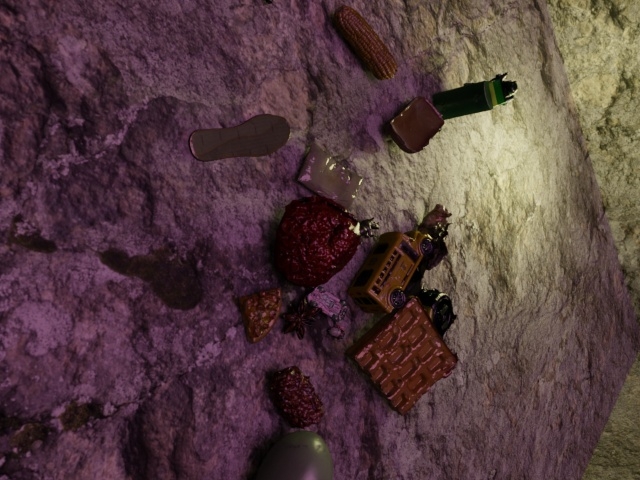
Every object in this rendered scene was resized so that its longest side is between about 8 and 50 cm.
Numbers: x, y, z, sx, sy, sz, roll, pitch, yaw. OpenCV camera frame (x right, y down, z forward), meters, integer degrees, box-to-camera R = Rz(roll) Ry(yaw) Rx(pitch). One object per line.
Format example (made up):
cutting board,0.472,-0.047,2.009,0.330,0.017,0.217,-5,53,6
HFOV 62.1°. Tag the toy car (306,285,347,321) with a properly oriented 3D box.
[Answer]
toy car,0.018,0.196,1.640,0.142,0.055,0.069,33,68,-13

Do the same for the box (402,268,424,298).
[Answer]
box,0.321,0.159,1.924,0.126,0.027,0.125,-41,114,-34

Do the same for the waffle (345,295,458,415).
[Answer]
waffle,0.286,0.388,1.787,0.304,0.077,0.348,-41,116,-13

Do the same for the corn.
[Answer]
corn,0.149,-0.658,1.774,0.292,0.101,0.101,40,63,-28

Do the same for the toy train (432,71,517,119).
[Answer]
toy train,0.589,-0.544,2.021,0.202,0.301,0.120,-24,105,-30

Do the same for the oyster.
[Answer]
oyster,0.392,0.018,1.905,0.100,0.271,0.275,26,106,-15

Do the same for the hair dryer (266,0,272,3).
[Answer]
hair dryer,-0.177,-0.731,1.542,0.083,0.031,0.078,-5,81,-33

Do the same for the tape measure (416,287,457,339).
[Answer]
tape measure,0.406,0.274,1.927,0.199,0.112,0.186,-44,124,-38

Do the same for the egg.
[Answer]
egg,-0.073,0.658,1.440,0.203,0.203,0.282,34,71,-35

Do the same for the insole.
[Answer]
insole,-0.214,-0.288,1.494,0.348,0.009,0.118,-20,101,-40

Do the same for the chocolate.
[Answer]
chocolate,0.335,-0.409,1.930,0.161,0.083,0.261,51,55,-6

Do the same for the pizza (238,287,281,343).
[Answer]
pizza,-0.170,0.201,1.483,0.134,0.046,0.174,30,69,-36

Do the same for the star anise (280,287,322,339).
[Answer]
star anise,-0.046,0.201,1.570,0.097,0.070,0.190,38,82,-2

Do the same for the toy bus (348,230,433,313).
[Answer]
toy bus,0.237,0.083,1.777,0.151,0.145,0.331,44,63,-20

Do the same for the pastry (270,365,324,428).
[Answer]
pastry,-0.070,0.449,1.523,0.115,0.097,0.208,-41,116,-30

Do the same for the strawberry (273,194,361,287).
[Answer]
strawberry,0.000,0.000,1.529,0.274,0.221,0.274,4,84,-45

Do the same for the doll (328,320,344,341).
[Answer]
doll,0.058,0.272,1.685,0.058,0.040,0.085,38,64,-22

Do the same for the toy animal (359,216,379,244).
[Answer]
toy animal,0.152,-0.037,1.775,0.136,0.047,0.065,-28,98,-32

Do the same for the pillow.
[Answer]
pillow,0.030,-0.194,1.676,0.230,0.050,0.148,32,63,-32
